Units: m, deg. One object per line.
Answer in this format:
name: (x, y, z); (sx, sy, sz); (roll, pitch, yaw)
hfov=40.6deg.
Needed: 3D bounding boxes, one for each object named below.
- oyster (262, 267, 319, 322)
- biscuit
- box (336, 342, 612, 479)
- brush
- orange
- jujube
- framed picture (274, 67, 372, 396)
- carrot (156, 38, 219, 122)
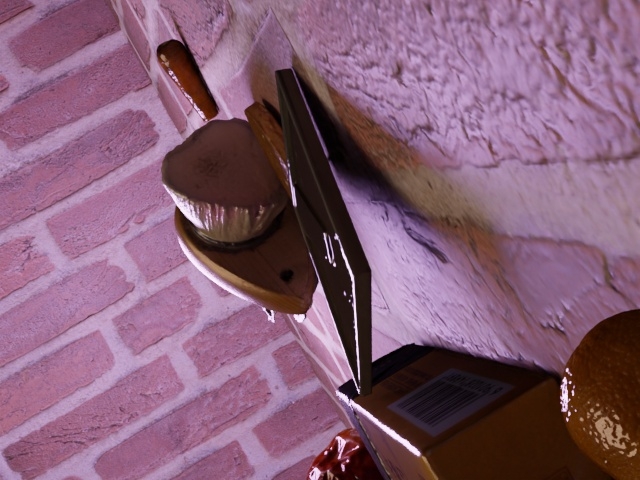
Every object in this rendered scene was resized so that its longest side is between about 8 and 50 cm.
oyster: (-0.088, 0.027, 1.491); (0.351, 0.158, 0.162); (-120, 45, -71)
biscuit: (-0.030, -0.078, 1.063); (0.221, 0.029, 0.142); (60, 173, 8)
box: (0.147, 0.237, 0.774); (0.264, 0.115, 0.415); (59, 172, -2)
brush: (-0.094, -0.023, 1.192); (0.267, 0.174, 0.166); (49, 159, 19)
orange: (0.139, 0.069, 0.353); (0.085, 0.085, 0.085); (58, 172, 13)
jujube: (0.123, 0.519, 1.690); (0.342, 0.216, 0.216); (54, 174, -17)
framed picture: (0.003, -0.009, 0.818); (0.192, 0.018, 0.265); (86, 167, -50)
carrot: (-0.235, -0.286, 1.544); (0.161, 0.055, 0.055); (57, 175, -31)
